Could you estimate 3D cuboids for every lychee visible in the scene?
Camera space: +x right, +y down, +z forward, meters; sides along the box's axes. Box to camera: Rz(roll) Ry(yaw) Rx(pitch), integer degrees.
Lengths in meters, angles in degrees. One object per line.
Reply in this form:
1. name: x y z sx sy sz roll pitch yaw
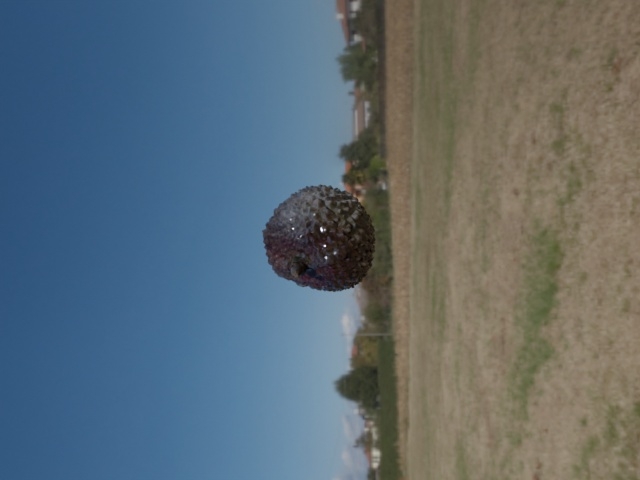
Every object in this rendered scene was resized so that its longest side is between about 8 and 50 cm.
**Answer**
1. lychee: 0.000 0.000 0.389 0.067 0.068 0.083 47 -147 -20
